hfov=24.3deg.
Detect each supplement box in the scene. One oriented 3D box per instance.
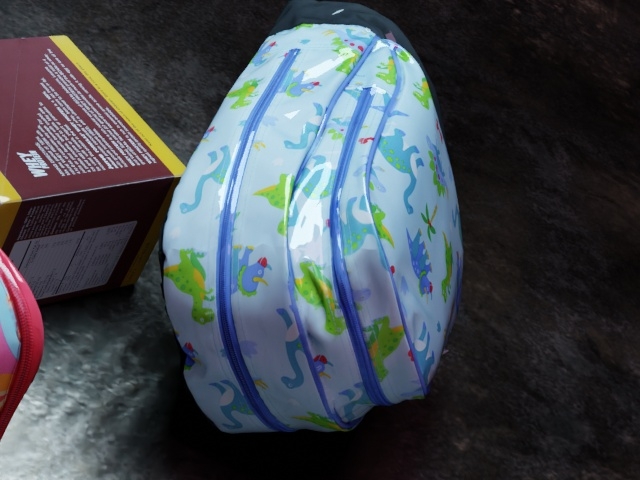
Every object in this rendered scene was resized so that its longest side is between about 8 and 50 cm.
[{"bbox_3d":[-0.253,-0.056,1.211,0.194,0.129,0.191,-13,52,-48],"label":"supplement box"}]

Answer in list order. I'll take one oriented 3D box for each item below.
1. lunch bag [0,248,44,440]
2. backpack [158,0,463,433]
[{"bbox_3d":[-0.306,0.027,0.932,0.120,0.258,0.293,-14,53,-48],"label":"lunch bag"},{"bbox_3d":[0.000,0.000,1.206,0.273,0.290,0.355,8,32,30],"label":"backpack"}]
